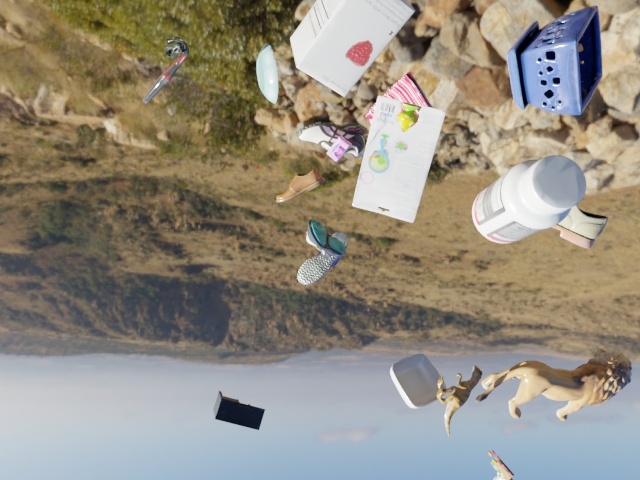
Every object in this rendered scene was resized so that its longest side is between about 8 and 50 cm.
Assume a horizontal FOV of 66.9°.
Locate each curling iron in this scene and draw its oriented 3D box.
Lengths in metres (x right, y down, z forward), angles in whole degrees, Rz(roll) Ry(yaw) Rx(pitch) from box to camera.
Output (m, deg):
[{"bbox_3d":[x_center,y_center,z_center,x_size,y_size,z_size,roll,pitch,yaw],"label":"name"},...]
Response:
[{"bbox_3d":[-0.468,-0.502,1.448,0.068,0.035,0.274,48,132,-6],"label":"curling iron"}]

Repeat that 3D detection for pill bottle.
[{"bbox_3d":[0.528,-0.103,1.246,0.176,0.176,0.318,0,170,-3],"label":"pill bottle"}]

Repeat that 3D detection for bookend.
[{"bbox_3d":[-0.290,0.597,1.706,0.157,0.072,0.156,19,168,-11],"label":"bookend"}]

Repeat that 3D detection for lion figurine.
[{"bbox_3d":[0.644,0.391,1.331,0.392,0.142,0.240,4,138,-20],"label":"lion figurine"}]

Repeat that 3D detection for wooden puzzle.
[{"bbox_3d":[0.404,0.509,1.080,0.006,0.083,0.049,-28,145,-21],"label":"wooden puzzle"}]

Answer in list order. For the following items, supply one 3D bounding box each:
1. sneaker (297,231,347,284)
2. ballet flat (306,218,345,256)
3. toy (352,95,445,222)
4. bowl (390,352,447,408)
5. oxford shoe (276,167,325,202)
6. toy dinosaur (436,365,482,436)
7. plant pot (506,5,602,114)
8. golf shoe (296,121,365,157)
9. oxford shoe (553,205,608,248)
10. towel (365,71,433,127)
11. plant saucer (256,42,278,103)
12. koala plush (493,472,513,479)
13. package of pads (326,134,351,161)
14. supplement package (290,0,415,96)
[{"bbox_3d":[0.020,0.101,2.212,0.293,0.102,0.146,-44,164,-9],"label":"sneaker"},{"bbox_3d":[0.000,0.000,1.490,0.074,0.074,0.203,-11,150,31],"label":"ballet flat"},{"bbox_3d":[0.161,-0.169,1.007,0.137,0.237,0.056,17,-152,11],"label":"toy"},{"bbox_3d":[0.275,0.408,1.392,0.142,0.142,0.053,-13,147,-30],"label":"bowl"},{"bbox_3d":[-0.086,-0.207,1.818,0.212,0.076,0.076,-26,-168,23],"label":"oxford shoe"},{"bbox_3d":[0.359,0.427,1.295,0.112,0.211,0.064,30,-174,-3],"label":"toy dinosaur"},{"bbox_3d":[0.709,-0.538,1.476,0.212,0.236,0.236,11,139,41],"label":"plant pot"},{"bbox_3d":[0.045,-0.385,1.857,0.273,0.120,0.105,-1,174,-15],"label":"golf shoe"},{"bbox_3d":[0.869,-0.127,1.820,0.397,0.146,0.140,28,-153,5],"label":"oxford shoe"},{"bbox_3d":[0.273,-0.421,1.660,0.031,0.198,0.275,-32,179,-29],"label":"towel"},{"bbox_3d":[-0.184,-0.557,1.626,0.038,0.194,0.195,-12,166,-16],"label":"plant saucer"},{"bbox_3d":[0.512,0.775,1.357,0.196,0.221,0.203,38,-168,24],"label":"koala plush"},{"bbox_3d":[0.066,-0.323,1.704,0.083,0.050,0.032,-49,179,28],"label":"package of pads"},{"bbox_3d":[0.077,-0.580,1.311,0.178,0.175,0.293,22,129,-31],"label":"supplement package"}]
